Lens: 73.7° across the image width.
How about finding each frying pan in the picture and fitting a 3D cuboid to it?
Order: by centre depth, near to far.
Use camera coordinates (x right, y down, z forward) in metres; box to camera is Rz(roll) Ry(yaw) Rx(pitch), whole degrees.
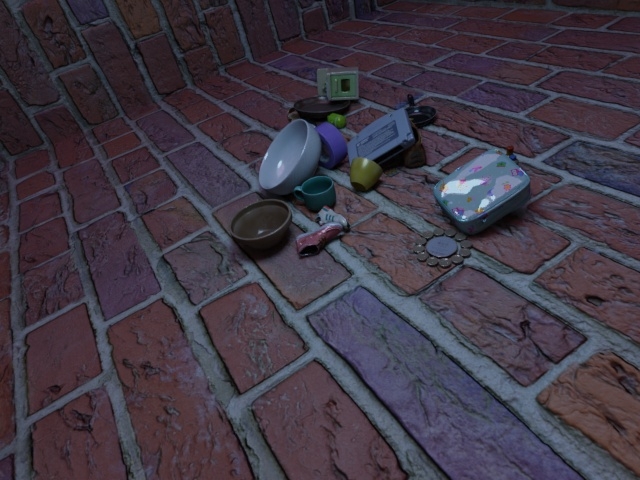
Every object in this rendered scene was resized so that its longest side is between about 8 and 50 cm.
[{"bbox_3d":[0.439,-0.634,2.119,0.197,0.053,0.326,-22,37,-8],"label":"frying pan"}]

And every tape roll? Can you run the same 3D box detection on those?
[{"bbox_3d":[0.026,-0.419,1.893,0.080,0.189,0.189,-36,43,-23],"label":"tape roll"}]

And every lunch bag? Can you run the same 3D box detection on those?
[{"bbox_3d":[0.534,-0.154,1.419,0.279,0.108,0.224,-34,51,7],"label":"lunch bag"}]

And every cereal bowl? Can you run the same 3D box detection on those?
[{"bbox_3d":[-0.110,-0.337,1.819,0.339,0.141,0.338,-32,44,38],"label":"cereal bowl"}]

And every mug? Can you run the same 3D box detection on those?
[{"bbox_3d":[-0.012,-0.184,1.697,0.129,0.097,0.158,-37,43,-23],"label":"mug"}]

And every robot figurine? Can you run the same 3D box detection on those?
[{"bbox_3d":[0.085,-0.619,2.208,0.101,0.067,0.115,-28,40,-31],"label":"robot figurine"}]

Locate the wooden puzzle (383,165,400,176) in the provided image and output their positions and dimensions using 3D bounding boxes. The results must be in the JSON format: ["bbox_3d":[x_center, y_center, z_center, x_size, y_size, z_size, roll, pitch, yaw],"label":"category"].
[{"bbox_3d":[0.299,-0.286,1.785,0.083,0.006,0.049,-29,41,-16],"label":"wooden puzzle"}]

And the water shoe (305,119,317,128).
[{"bbox_3d":[-0.046,-0.592,2.217,0.080,0.072,0.203,-31,42,-21],"label":"water shoe"}]

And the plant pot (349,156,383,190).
[{"bbox_3d":[0.170,-0.256,1.714,0.134,0.134,0.095,16,73,33],"label":"plant pot"}]

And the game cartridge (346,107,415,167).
[{"bbox_3d":[0.247,-0.417,1.791,0.297,0.062,0.198,-27,48,31],"label":"game cartridge"}]

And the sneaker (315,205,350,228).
[{"bbox_3d":[0.041,-0.068,1.585,0.075,0.057,0.161,-45,46,-8],"label":"sneaker"}]

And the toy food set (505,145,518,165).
[{"bbox_3d":[0.636,-0.241,1.538,0.232,0.104,0.111,-29,41,-16],"label":"toy food set"}]

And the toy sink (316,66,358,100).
[{"bbox_3d":[0.094,-0.867,2.367,0.234,0.152,0.131,0,34,5],"label":"toy sink"}]

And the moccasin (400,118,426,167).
[{"bbox_3d":[0.362,-0.466,1.866,0.139,0.146,0.380,-10,39,8],"label":"moccasin"}]

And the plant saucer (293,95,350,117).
[{"bbox_3d":[0.008,-0.734,2.355,0.311,0.050,0.310,-4,33,3],"label":"plant saucer"}]

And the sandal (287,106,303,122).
[{"bbox_3d":[-0.144,-0.702,2.376,0.088,0.079,0.240,-14,39,2],"label":"sandal"}]

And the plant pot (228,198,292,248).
[{"bbox_3d":[-0.210,-0.043,1.587,0.238,0.109,0.237,-10,40,8],"label":"plant pot"}]

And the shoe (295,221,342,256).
[{"bbox_3d":[0.000,0.000,1.505,0.178,0.063,0.081,-19,40,4],"label":"shoe"}]

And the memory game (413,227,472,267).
[{"bbox_3d":[0.393,0.022,1.380,0.186,0.012,0.186,-9,39,8],"label":"memory game"}]
